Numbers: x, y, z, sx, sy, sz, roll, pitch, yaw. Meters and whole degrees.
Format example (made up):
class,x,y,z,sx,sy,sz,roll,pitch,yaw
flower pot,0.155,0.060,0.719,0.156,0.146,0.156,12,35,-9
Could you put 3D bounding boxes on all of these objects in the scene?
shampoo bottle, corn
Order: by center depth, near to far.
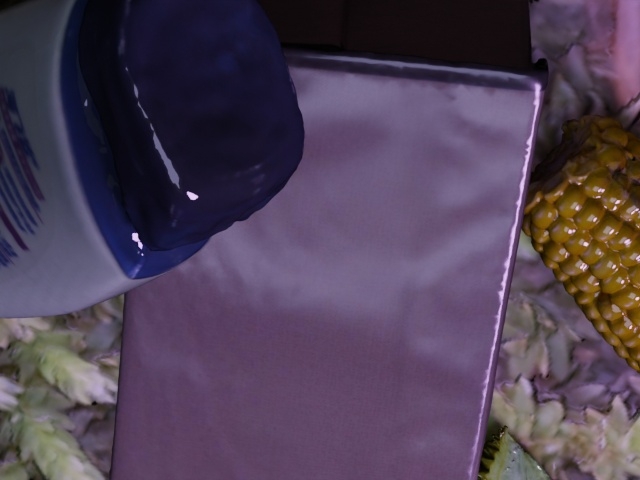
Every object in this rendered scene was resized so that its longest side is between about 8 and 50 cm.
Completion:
class,x,y,z,sx,sy,sz,roll,pitch,yaw
shampoo bottle,-0.134,-0.031,0.810,0.359,0.078,0.134,-7,105,54
corn,0.222,0.063,0.926,0.310,0.101,0.101,42,114,-15

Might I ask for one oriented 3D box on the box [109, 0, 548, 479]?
class,x,y,z,sx,sy,sz,roll,pitch,yaw
box,0.000,0.000,0.892,0.188,0.153,0.252,6,117,2

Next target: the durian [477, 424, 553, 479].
class,x,y,z,sx,sy,sz,roll,pitch,yaw
durian,0.127,0.206,1.028,0.100,0.086,0.215,-32,108,6
